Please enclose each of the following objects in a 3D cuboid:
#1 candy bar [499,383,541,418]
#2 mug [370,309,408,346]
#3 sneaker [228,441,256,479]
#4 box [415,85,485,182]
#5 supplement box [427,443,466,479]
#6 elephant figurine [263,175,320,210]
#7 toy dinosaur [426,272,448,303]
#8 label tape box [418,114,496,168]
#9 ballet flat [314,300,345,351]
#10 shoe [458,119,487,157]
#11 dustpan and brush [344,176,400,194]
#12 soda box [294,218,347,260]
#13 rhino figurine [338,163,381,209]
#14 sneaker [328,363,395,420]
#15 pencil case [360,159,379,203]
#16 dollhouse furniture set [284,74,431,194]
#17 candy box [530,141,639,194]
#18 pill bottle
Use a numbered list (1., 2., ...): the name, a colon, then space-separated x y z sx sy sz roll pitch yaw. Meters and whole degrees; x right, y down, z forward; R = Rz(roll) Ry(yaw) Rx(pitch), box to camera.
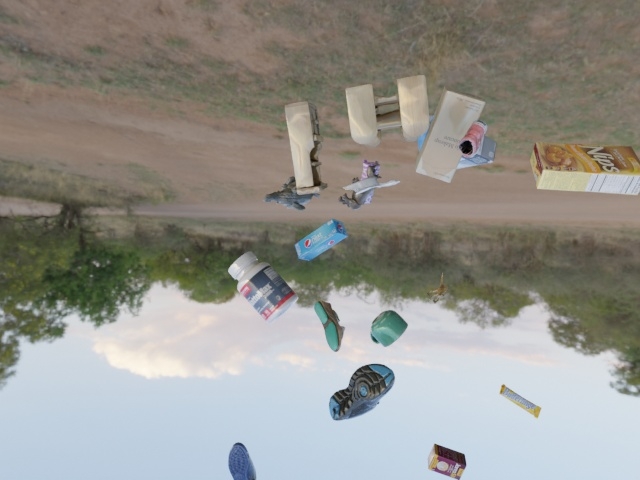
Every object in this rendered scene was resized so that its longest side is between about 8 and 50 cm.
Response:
1. candy bar: 0.643 0.518 1.410 0.162 0.040 0.018 33 161 -6
2. mug: 0.248 0.341 1.688 0.097 0.158 0.129 47 -172 1
3. sneaker: -0.291 0.849 1.636 0.082 0.232 0.090 -7 -169 0
4. box: 0.471 -0.390 1.613 0.148 0.311 0.121 17 -151 3
5. supplement box: 0.326 0.572 1.128 0.083 0.054 0.043 17 -161 5
6. elephant figurine: -0.134 -0.208 2.084 0.186 0.169 0.239 -36 -172 15
7. toy dinosaur: 0.484 0.209 1.774 0.053 0.092 0.183 44 -152 -3
8. label tape box: 0.569 -0.430 1.937 0.334 0.105 0.241 16 172 -27
9. ballet flat: 0.068 0.440 2.277 0.106 0.107 0.316 11 -141 -35
10. shoe: 0.458 -0.293 1.354 0.064 0.081 0.178 34 167 14
11. dustpan and brush: 0.202 -0.216 1.694 0.211 0.060 0.147 -20 -179 16
12. soda box: 0.000 0.000 1.726 0.210 0.067 0.071 -33 151 29
13. rhino figurine: 0.191 -0.242 1.955 0.106 0.243 0.073 34 -167 -13
14. sneaker: 0.170 0.552 1.601 0.140 0.125 0.341 12 136 -34
15. pencil case: 0.218 -0.276 2.062 0.088 0.206 0.086 24 -158 33
16. dollhouse furniture set: 0.120 -0.290 1.273 0.395 0.256 0.362 -6 -170 10
17. candy box: 0.915 -0.253 1.510 0.317 0.182 0.087 5 135 11
18. pill bottle: -0.155 0.121 1.152 0.180 0.108 0.108 46 -175 7
